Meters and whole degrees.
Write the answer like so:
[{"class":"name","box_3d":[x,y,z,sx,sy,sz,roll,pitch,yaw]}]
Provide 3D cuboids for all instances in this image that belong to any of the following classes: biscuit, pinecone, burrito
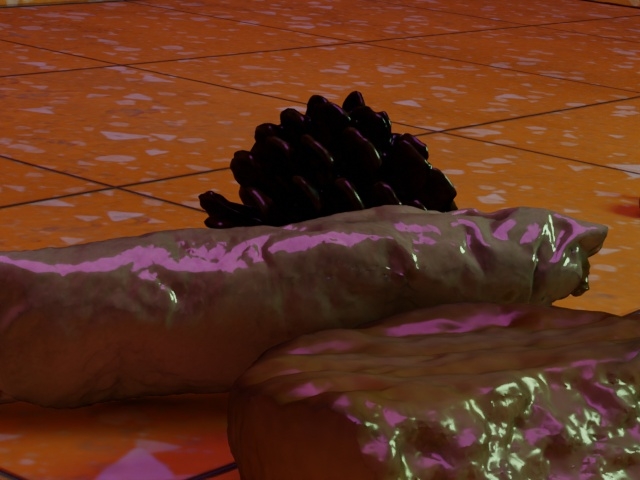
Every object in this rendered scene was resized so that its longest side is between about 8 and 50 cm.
[{"class":"biscuit","box_3d":[0.080,0.089,0.841,0.274,0.091,0.213,-9,8,-26]},{"class":"pinecone","box_3d":[-0.007,0.000,1.068,0.165,0.163,0.163,-32,30,-22]},{"class":"burrito","box_3d":[-0.029,0.038,0.957,0.392,0.117,0.076,-5,47,-15]}]
